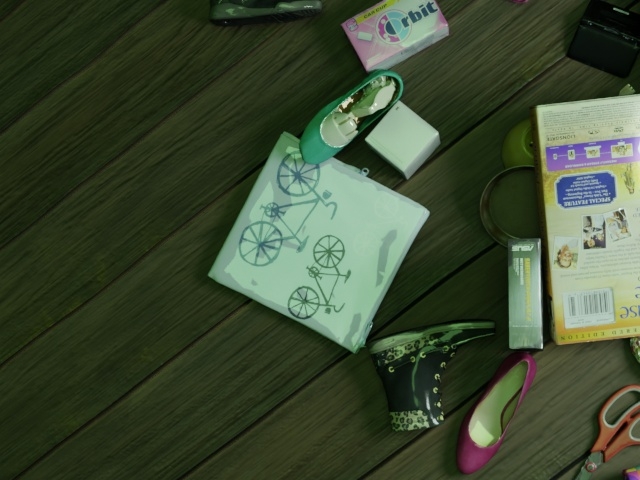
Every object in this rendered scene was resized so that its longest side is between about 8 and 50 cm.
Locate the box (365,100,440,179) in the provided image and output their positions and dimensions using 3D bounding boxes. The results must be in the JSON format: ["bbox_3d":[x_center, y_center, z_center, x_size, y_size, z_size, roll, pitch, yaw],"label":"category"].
[{"bbox_3d":[0.156,-0.187,1.809,0.101,0.087,0.102,42,90,12],"label":"box"}]

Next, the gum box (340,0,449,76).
[{"bbox_3d":[0.149,-0.409,1.852,0.188,0.062,0.107,-28,79,5],"label":"gum box"}]

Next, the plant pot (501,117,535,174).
[{"bbox_3d":[0.401,-0.171,1.764,0.134,0.095,0.134,-1,83,10],"label":"plant pot"}]

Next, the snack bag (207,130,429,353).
[{"bbox_3d":[0.000,0.000,1.836,0.343,0.037,0.323,27,88,12],"label":"snack bag"}]

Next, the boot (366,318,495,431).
[{"bbox_3d":[0.216,0.242,1.750,0.236,0.085,0.178,-13,85,8],"label":"boot"}]

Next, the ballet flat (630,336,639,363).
[{"bbox_3d":[0.643,0.246,1.680,0.091,0.077,0.241,-42,78,1],"label":"ballet flat"}]

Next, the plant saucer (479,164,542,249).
[{"bbox_3d":[0.377,-0.061,1.756,0.168,0.029,0.168,6,115,13],"label":"plant saucer"}]

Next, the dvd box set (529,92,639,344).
[{"bbox_3d":[0.536,-0.042,1.667,0.308,0.062,0.420,-7,97,2],"label":"dvd box set"}]

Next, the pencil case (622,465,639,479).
[{"bbox_3d":[0.638,0.420,1.647,0.236,0.104,0.104,-15,80,6],"label":"pencil case"}]

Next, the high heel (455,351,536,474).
[{"bbox_3d":[0.310,0.308,1.704,0.082,0.117,0.244,34,89,11],"label":"high heel"}]

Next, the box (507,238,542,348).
[{"bbox_3d":[0.357,0.100,1.666,0.056,0.231,0.183,-2,82,13],"label":"box"}]

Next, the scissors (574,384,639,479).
[{"bbox_3d":[0.485,0.383,1.719,0.297,0.021,0.109,-42,81,3],"label":"scissors"}]

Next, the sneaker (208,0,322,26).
[{"bbox_3d":[-0.109,-0.494,1.892,0.228,0.087,0.130,1,89,15],"label":"sneaker"}]

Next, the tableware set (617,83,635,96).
[{"bbox_3d":[0.600,-0.240,1.716,0.128,0.039,0.194,50,124,6],"label":"tableware set"}]

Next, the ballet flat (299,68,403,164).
[{"bbox_3d":[0.060,-0.237,1.804,0.247,0.087,0.083,-43,107,-11],"label":"ballet flat"}]

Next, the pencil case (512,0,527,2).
[{"bbox_3d":[0.394,-0.563,1.822,0.098,0.095,0.209,27,85,27],"label":"pencil case"}]

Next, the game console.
[{"bbox_3d":[0.544,-0.382,1.811,0.122,0.071,0.107,24,57,11],"label":"game console"}]
